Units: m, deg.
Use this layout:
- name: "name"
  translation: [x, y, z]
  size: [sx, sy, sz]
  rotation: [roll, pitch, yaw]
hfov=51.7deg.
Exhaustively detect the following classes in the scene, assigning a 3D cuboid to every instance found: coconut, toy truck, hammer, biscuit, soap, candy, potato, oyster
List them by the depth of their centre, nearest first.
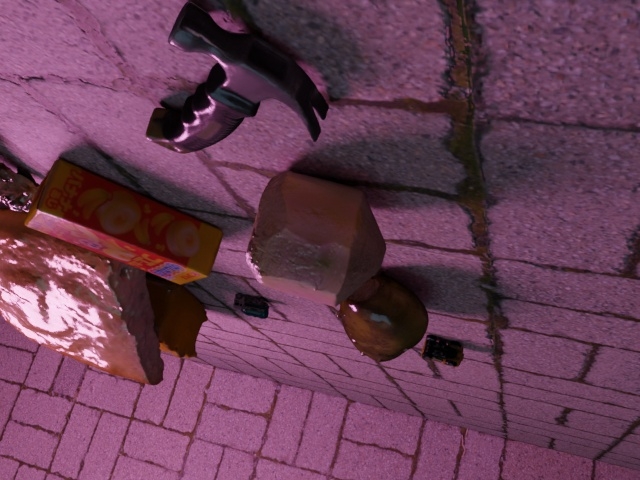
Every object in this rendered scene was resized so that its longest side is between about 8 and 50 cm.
- name: "hammer"
  translation: [-0.097, -0.129, 0.629]
  size: [0.158, 0.041, 0.226]
  rotation: [27, 158, -26]
- name: "coconut"
  translation: [0.000, 0.000, 0.768]
  size: [0.152, 0.147, 0.147]
  rotation: [18, 162, 3]
- name: "oyster"
  translation: [-0.507, -0.086, 1.026]
  size: [0.106, 0.061, 0.200]
  rotation: [-17, 151, 22]
- name: "candy"
  translation: [-0.309, -0.021, 1.046]
  size: [0.276, 0.088, 0.146]
  rotation: [25, 158, -27]
- name: "potato"
  translation: [0.104, 0.124, 1.087]
  size: [0.149, 0.113, 0.251]
  rotation: [19, 154, 15]
- name: "toy truck"
  translation: [0.251, 0.230, 1.359]
  size: [0.083, 0.049, 0.054]
  rotation: [16, 163, 5]
- name: "biscuit"
  translation: [-0.541, 0.112, 1.381]
  size: [0.445, 0.104, 0.430]
  rotation: [19, 137, 7]
- name: "toy truck"
  translation: [-0.154, 0.147, 1.464]
  size: [0.083, 0.044, 0.039]
  rotation: [10, 158, 18]
- name: "soap"
  translation: [-0.476, 0.176, 1.645]
  size: [0.334, 0.156, 0.293]
  rotation: [11, 163, 15]
